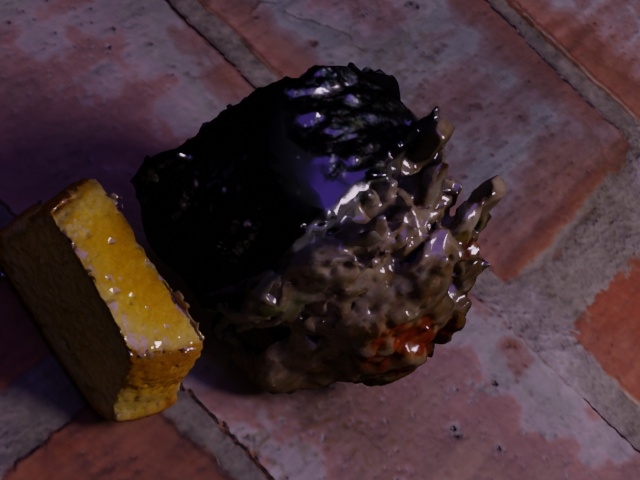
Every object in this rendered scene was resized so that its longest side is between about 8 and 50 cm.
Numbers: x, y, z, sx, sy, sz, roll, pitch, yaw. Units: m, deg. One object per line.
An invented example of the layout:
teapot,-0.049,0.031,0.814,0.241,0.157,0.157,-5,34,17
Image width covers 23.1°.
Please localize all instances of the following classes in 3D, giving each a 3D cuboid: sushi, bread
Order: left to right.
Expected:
bread,-0.161,0.037,1.108,0.065,0.103,0.187,-20,73,-39
sushi,0.003,0.005,1.153,0.225,0.238,0.218,-24,75,-24
